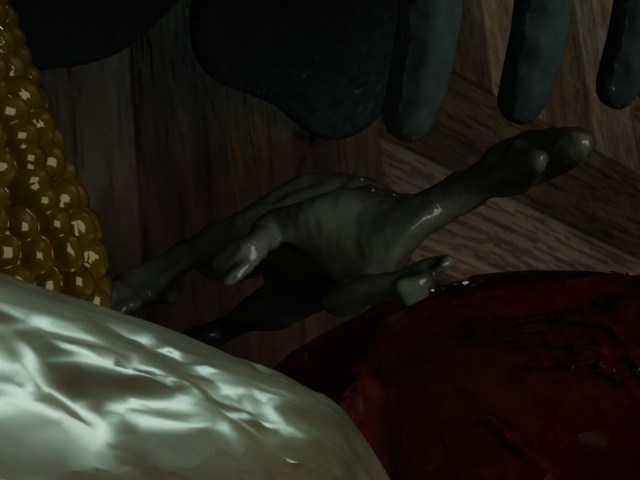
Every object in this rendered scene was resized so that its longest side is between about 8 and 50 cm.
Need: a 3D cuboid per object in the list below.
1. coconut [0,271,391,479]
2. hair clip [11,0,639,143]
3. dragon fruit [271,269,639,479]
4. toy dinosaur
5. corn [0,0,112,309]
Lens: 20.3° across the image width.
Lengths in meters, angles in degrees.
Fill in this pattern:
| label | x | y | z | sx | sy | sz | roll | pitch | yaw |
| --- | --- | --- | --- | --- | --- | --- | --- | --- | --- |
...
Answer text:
| label | x | y | z | sx | sy | sz | roll | pitch | yaw |
| --- | --- | --- | --- | --- | --- | --- | --- | --- | --- |
| coconut | -0.119 | 0.140 | 0.403 | 0.329 | 0.328 | 0.329 | 31 | 51 | -46 |
| hair clip | 0.043 | -0.173 | 0.691 | 0.318 | 0.238 | 0.392 | -10 | 121 | -46 |
| dragon fruit | 0.082 | 0.144 | 0.638 | 0.302 | 0.295 | 0.296 | 105 | -25 | -77 |
| toy dinosaur | 0.000 | 0.000 | 0.681 | 0.053 | 0.167 | 0.242 | 63 | -6 | -3 |
| corn | -0.146 | -0.062 | 0.618 | 0.091 | 0.091 | 0.260 | -15 | 83 | -67 |
